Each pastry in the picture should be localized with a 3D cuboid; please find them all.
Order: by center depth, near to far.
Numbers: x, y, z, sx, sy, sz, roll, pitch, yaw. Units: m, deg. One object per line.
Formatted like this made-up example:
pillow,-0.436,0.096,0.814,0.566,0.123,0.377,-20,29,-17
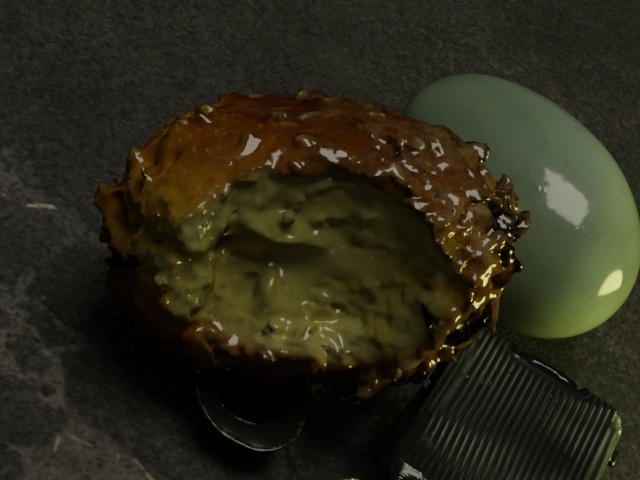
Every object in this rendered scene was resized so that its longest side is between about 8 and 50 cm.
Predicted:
pastry,-0.010,-0.005,1.845,0.405,0.292,0.337,2,17,-1

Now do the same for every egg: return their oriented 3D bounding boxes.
egg,0.210,-0.047,2.093,0.230,0.230,0.371,-1,40,-33

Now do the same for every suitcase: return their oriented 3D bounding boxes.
suitcase,0.156,0.231,1.814,0.202,0.128,0.312,32,37,5

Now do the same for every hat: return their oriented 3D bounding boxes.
hat,-0.073,0.170,1.807,0.121,0.050,0.121,16,30,-9

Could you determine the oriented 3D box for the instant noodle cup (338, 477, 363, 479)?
instant noodle cup,0.079,0.317,1.515,0.264,0.200,0.264,20,0,0
